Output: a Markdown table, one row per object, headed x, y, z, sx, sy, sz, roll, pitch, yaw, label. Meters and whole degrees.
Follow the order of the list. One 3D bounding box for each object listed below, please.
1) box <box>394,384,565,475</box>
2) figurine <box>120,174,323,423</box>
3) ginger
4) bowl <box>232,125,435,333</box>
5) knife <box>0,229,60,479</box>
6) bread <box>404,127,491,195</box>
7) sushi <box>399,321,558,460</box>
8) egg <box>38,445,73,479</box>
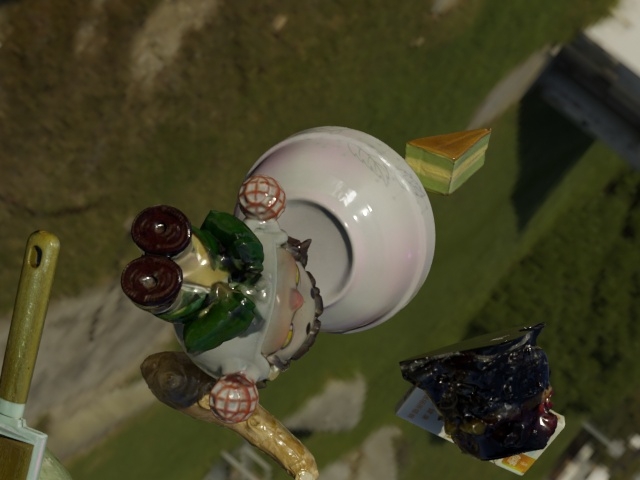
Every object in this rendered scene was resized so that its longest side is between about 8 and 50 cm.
| x | y | z | sx | sy | sz | roll | pitch | yaw | label |
| --- | --- | --- | --- | --- | --- | --- | --- | --- | --- |
| 0.233 | 0.259 | 2.112 | 0.122 | 0.220 | 0.032 | -57 | -167 | 31 | box |
| -0.109 | 0.057 | 1.579 | 0.370 | 0.167 | 0.281 | 36 | 60 | -68 | figurine |
| -0.120 | 0.243 | 2.002 | 0.086 | 0.294 | 0.131 | -55 | -176 | -6 | ginger |
| 0.000 | 0.000 | 1.927 | 0.287 | 0.287 | 0.144 | -54 | 172 | 25 | bowl |
| -0.251 | 0.161 | 1.165 | 0.027 | 0.061 | 0.343 | -3 | 111 | -61 | knife |
| 0.194 | -0.133 | 2.202 | 0.139 | 0.084 | 0.074 | -39 | 143 | -49 | bread |
| 0.223 | 0.199 | 1.829 | 0.153 | 0.150 | 0.172 | -14 | 180 | 33 | sushi |
| -0.402 | 0.335 | 1.603 | 0.287 | 0.288 | 0.379 | -46 | 164 | -31 | egg |
